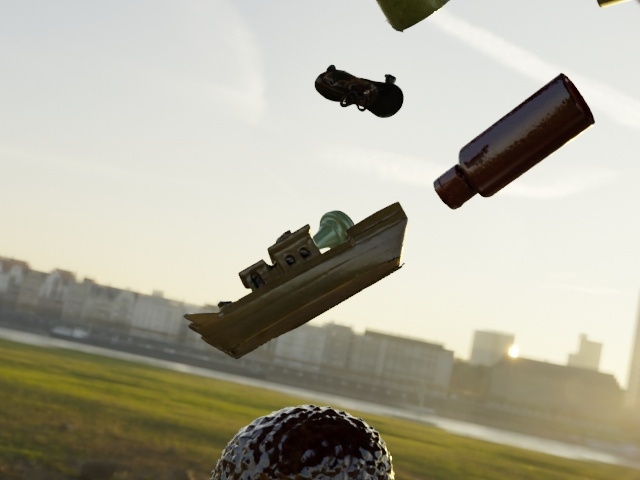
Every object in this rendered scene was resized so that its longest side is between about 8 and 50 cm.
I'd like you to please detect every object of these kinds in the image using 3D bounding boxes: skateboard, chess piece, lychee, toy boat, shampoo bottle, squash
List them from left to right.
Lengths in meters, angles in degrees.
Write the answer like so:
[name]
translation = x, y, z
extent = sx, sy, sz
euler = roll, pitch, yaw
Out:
[toy boat]
translation = -0.018, 0.028, 0.840
extent = 0.206, 0.072, 0.064
euler = -27, -19, -7
[lychee]
translation = -0.026, 0.341, 1.344
extent = 0.261, 0.260, 0.260
euler = 11, -8, 2
[chess piece]
translation = 0.000, 0.000, 1.514
extent = 0.067, 0.067, 0.103
euler = 3, 25, 45
[skateboard]
translation = 0.061, -0.215, 1.483
extent = 0.151, 0.067, 0.080
euler = 6, 28, -36
[squash]
translation = 0.108, -0.520, 1.774
extent = 0.287, 0.137, 0.137
euler = 53, -20, -12
[shampoo bottle]
translation = 0.290, -0.142, 1.532
extent = 0.260, 0.102, 0.064
euler = -37, -37, 26

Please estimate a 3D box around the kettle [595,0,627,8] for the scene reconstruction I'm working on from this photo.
[kettle]
translation = 0.565, -0.502, 1.521
extent = 0.318, 0.205, 0.265
euler = -11, 23, 23
